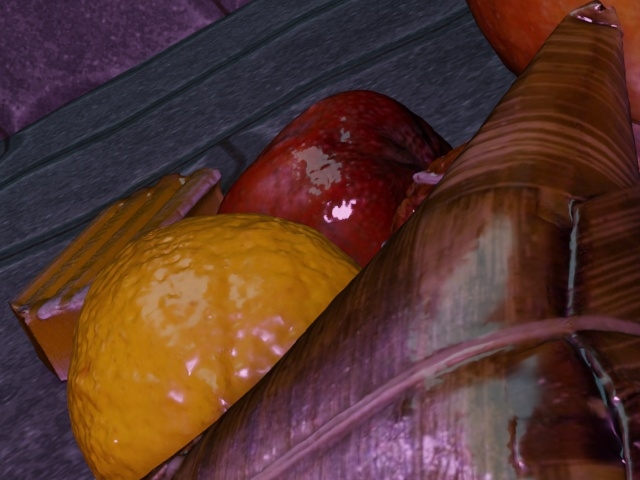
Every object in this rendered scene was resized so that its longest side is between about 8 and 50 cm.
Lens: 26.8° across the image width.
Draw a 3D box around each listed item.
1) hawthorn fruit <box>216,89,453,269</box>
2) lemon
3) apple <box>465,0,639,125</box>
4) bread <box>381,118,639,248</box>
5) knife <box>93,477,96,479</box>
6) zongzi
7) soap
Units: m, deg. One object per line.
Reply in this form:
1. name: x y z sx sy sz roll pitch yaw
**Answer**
1. hawthorn fruit: 0.000 0.000 0.850 0.194 0.157 0.157 -26 17 22
2. lemon: -0.045 0.069 0.683 0.181 0.180 0.193 -32 -20 -7
3. apple: 0.216 -0.171 0.620 0.309 0.277 0.250 -47 33 15
4. bread: 0.112 0.019 0.616 0.160 0.160 0.073 -19 5 30
5. knife: -0.120 0.141 0.840 0.081 0.043 0.336 -20 21 45
6. zongzi: 0.018 0.058 0.540 0.286 0.134 0.288 -20 53 32
7. soap: -0.177 0.029 1.180 0.140 0.073 0.232 -20 20 33
